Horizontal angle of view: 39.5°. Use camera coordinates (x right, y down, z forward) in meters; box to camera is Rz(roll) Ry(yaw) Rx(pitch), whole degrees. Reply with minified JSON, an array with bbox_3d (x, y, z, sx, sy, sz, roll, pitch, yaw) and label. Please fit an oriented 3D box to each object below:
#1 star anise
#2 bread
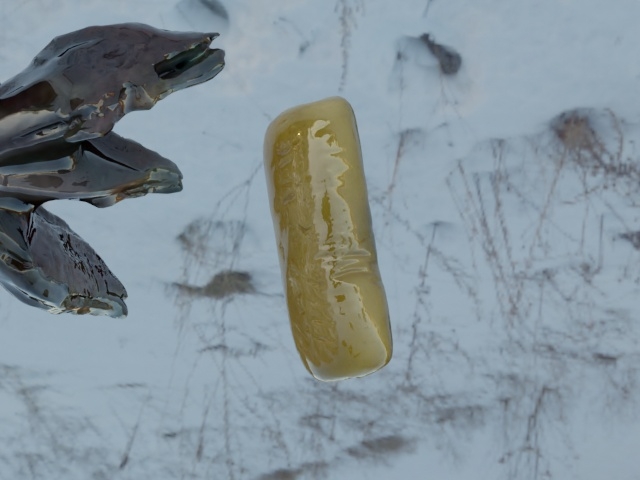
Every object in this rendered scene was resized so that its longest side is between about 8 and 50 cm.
[{"bbox_3d":[-0.168,-0.036,0.383,0.288,0.088,0.288,-13,132,-14],"label":"star anise"},{"bbox_3d":[0.000,0.000,0.966,0.091,0.305,0.142,-7,176,-33],"label":"bread"}]
